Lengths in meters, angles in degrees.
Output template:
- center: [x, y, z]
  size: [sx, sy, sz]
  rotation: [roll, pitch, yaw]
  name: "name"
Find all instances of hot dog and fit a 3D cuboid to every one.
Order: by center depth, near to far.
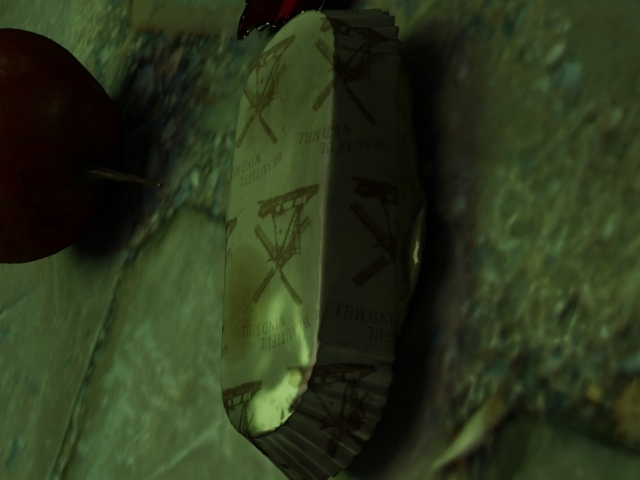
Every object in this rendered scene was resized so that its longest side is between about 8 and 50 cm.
- center: [0.000, 0.000, 0.618]
  size: [0.099, 0.053, 0.192]
  rotation: [-31, 52, 48]
  name: "hot dog"

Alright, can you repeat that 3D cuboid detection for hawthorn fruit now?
- center: [-0.162, -0.048, 0.828]
  size: [0.140, 0.125, 0.125]
  rotation: [22, 92, 60]
  name: "hawthorn fruit"

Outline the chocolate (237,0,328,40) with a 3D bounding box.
- center: [-0.001, -0.182, 0.739]
  size: [0.086, 0.028, 0.182]
  rotation: [-3, 73, 60]
  name: "chocolate"
